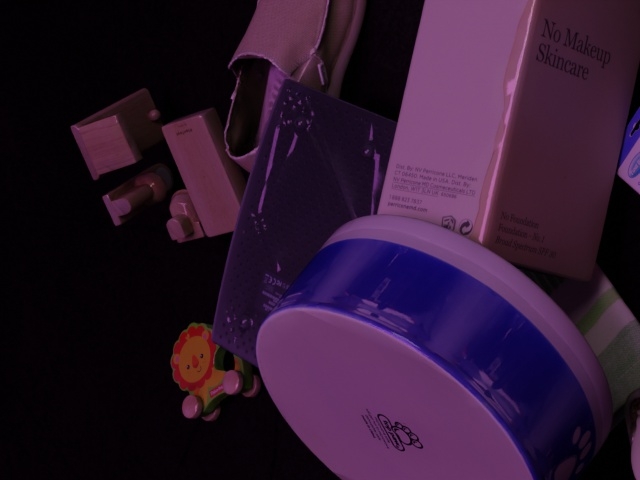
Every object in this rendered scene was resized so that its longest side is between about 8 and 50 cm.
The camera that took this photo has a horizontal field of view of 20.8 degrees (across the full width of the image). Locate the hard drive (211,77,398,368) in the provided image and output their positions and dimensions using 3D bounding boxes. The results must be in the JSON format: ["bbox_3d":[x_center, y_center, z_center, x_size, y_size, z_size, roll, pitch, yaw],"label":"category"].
[{"bbox_3d":[0.000,0.000,1.545,0.172,0.054,0.254,25,105,39],"label":"hard drive"}]

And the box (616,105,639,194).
[{"bbox_3d":[0.290,-0.053,1.349,0.136,0.028,0.081,49,120,36],"label":"box"}]

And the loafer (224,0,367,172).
[{"bbox_3d":[-0.028,-0.178,1.604,0.102,0.092,0.268,11,96,41],"label":"loafer"}]

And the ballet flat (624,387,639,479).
[{"bbox_3d":[0.269,0.213,1.327,0.072,0.068,0.213,-18,76,41],"label":"ballet flat"}]

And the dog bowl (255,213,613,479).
[{"bbox_3d":[0.083,0.112,1.335,0.265,0.104,0.265,29,149,20],"label":"dog bowl"}]

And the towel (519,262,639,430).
[{"bbox_3d":[0.124,0.061,1.491,0.248,0.038,0.325,-49,57,29],"label":"towel"}]

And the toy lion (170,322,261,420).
[{"bbox_3d":[-0.108,0.122,1.712,0.100,0.034,0.096,-32,59,37],"label":"toy lion"}]

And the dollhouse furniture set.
[{"bbox_3d":[-0.125,-0.083,1.699,0.151,0.123,0.144,-15,104,34],"label":"dollhouse furniture set"}]

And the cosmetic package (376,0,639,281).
[{"bbox_3d":[0.160,-0.135,1.360,0.113,0.160,0.309,13,91,41],"label":"cosmetic package"}]
